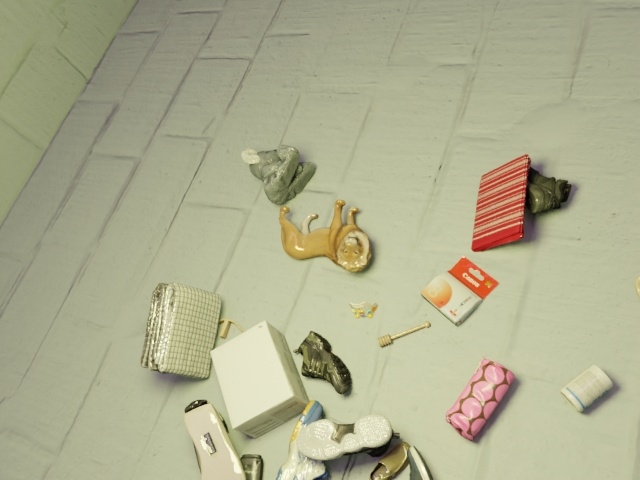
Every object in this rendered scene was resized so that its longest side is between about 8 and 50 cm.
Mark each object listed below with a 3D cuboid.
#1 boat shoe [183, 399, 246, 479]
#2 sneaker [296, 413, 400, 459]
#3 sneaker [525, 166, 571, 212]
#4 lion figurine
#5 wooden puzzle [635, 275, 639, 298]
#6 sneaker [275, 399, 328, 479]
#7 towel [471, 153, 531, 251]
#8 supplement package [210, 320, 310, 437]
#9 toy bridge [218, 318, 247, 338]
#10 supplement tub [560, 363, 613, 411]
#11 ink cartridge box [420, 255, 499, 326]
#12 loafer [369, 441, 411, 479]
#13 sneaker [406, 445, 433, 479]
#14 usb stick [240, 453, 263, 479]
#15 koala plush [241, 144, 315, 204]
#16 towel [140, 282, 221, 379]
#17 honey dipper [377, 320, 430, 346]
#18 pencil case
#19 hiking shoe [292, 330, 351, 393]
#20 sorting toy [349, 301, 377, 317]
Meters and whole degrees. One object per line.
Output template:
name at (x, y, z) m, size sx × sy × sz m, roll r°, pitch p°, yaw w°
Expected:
boat shoe at (-0.283, 0.629, 1.660) m, size 0.127 × 0.158 × 0.341 m, roll -22°, pitch 63°, yaw -3°
sneaker at (0.079, 0.535, 1.541) m, size 0.268 × 0.153 × 0.101 m, roll -16°, pitch 57°, yaw 19°
sneaker at (0.659, -0.165, 1.731) m, size 0.130 × 0.087 × 0.228 m, roll -2°, pitch 37°, yaw -6°
lion figurine at (0.000, 0.000, 1.916) m, size 0.392 × 0.142 × 0.240 m, roll -8°, pitch 66°, yaw 37°
wooden puzzle at (0.981, 0.192, 1.375) m, size 0.322 × 0.080 × 0.348 m, roll -17°, pitch 57°, yaw 15°
sneaker at (-0.031, 0.599, 1.602) m, size 0.130 × 0.112 × 0.297 m, roll 17°, pitch 68°, yaw 9°
towel at (0.537, -0.107, 1.721) m, size 0.199 × 0.031 × 0.275 m, roll -28°, pitch 42°, yaw 56°
supplement package at (-0.181, 0.416, 1.733) m, size 0.204 × 0.145 × 0.262 m, roll -30°, pitch 54°, yaw 6°
toy bridge at (-0.318, 0.295, 1.937) m, size 0.188 × 0.026 × 0.063 m, roll 5°, pitch 64°, yaw 27°
supplement tub at (0.656, 0.365, 1.428) m, size 0.107 × 0.071 × 0.071 m, roll -38°, pitch 54°, yaw 1°
ink cartridge box at (0.406, 0.140, 1.688) m, size 0.179 × 0.045 × 0.145 m, roll -46°, pitch 55°, yaw -3°
loafer at (0.184, 0.593, 1.523) m, size 0.056 × 0.050 × 0.148 m, roll 35°, pitch 81°, yaw 35°
sneaker at (0.215, 0.649, 1.454) m, size 0.163 × 0.086 × 0.226 m, roll -23°, pitch 56°, yaw 8°
usb stick at (-0.207, 0.745, 1.615) m, size 0.077 × 0.045 × 0.278 m, roll -9°, pitch 59°, yaw 21°
koala plush at (-0.178, -0.256, 2.097) m, size 0.221 × 0.196 × 0.203 m, roll 31°, pitch 88°, yaw 31°
towel at (-0.441, 0.290, 1.843) m, size 0.121 × 0.235 × 0.284 m, roll -2°, pitch 74°, yaw 30°
honey dipper at (0.245, 0.273, 1.695) m, size 0.160 × 0.030 × 0.031 m, roll -21°, pitch 55°, yaw 8°
pencil case at (0.409, 0.409, 1.504) m, size 0.098 × 0.095 × 0.209 m, roll 36°, pitch 79°, yaw 4°
hiking shoe at (0.004, 0.381, 1.720) m, size 0.114 × 0.086 × 0.227 m, roll -46°, pitch 47°, yaw 11°
sorting toy at (0.122, 0.203, 1.760) m, size 0.083 × 0.075 × 0.045 m, roll -5°, pitch 60°, yaw 23°
